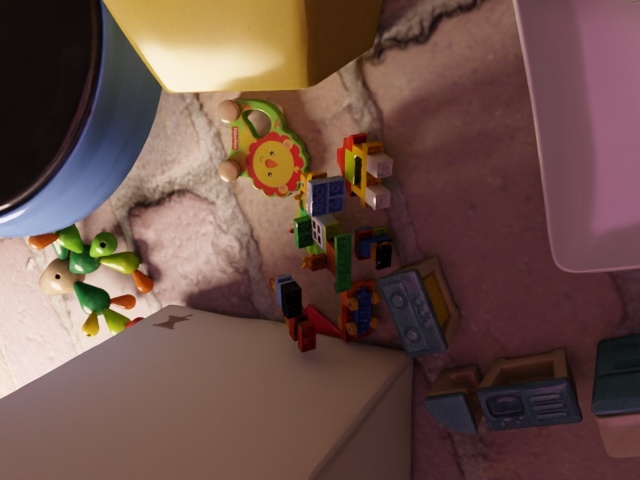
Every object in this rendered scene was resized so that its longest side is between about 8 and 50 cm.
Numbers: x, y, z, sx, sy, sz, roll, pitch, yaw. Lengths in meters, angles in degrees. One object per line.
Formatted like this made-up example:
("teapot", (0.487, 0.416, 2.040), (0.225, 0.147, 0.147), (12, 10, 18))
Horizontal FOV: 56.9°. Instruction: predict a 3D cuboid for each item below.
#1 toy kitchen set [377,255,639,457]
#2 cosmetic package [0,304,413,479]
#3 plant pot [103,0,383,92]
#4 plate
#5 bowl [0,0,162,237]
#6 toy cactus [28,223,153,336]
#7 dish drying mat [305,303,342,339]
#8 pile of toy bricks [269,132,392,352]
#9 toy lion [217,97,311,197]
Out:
("toy kitchen set", (0.167, 0.084, 0.504), (0.207, 0.122, 0.165), (-18, 98, 30))
("cosmetic package", (-0.112, 0.321, 0.600), (0.330, 0.327, 0.393), (6, 109, 27))
("plant pot", (-0.055, -0.231, 0.478), (0.212, 0.212, 0.187), (5, 122, 25))
("plate", (0.294, -0.121, 0.418), (0.278, 0.045, 0.277), (-7, 103, 27))
("bowl", (-0.350, -0.196, 0.624), (0.392, 0.077, 0.390), (1, 93, 20))
("toy cactus", (-0.316, 0.040, 0.757), (0.181, 0.112, 0.218), (-25, 103, 41))
("dish drying mat", (0.011, 0.107, 0.657), (0.083, 0.008, 0.032), (40, 120, 11))
("pile of toy bricks", (0.000, 0.000, 0.587), (0.105, 0.118, 0.212), (-133, 37, -52))
("toy lion", (-0.057, -0.095, 0.614), (0.096, 0.034, 0.100), (7, 109, 17))
